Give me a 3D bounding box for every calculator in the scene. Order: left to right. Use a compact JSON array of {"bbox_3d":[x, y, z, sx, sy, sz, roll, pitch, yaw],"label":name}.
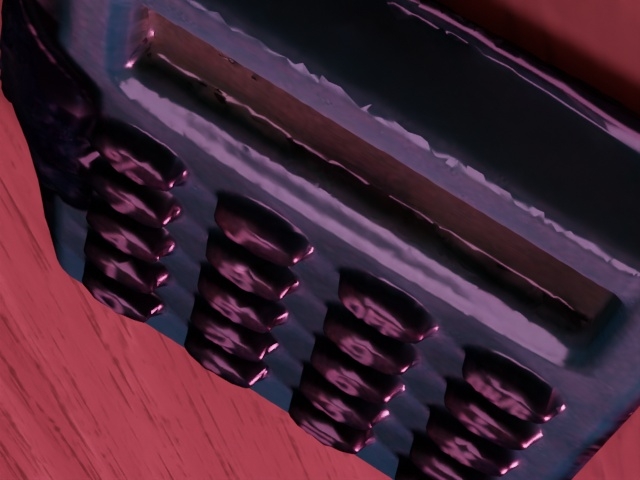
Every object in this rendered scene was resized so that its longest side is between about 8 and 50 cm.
[{"bbox_3d":[0.000,0.000,0.591,0.248,0.058,0.274,33,153,6],"label":"calculator"}]
